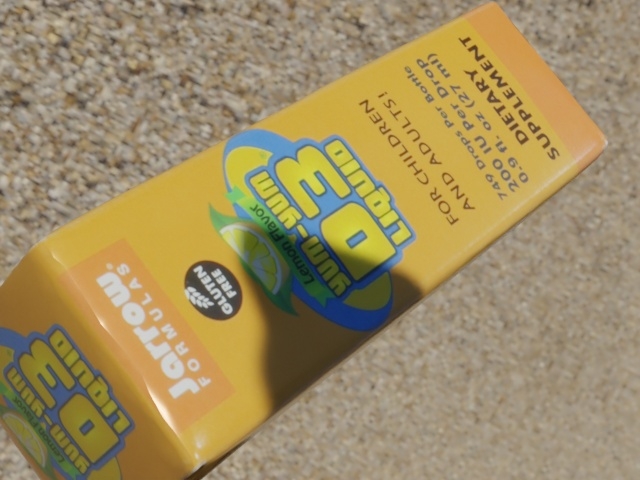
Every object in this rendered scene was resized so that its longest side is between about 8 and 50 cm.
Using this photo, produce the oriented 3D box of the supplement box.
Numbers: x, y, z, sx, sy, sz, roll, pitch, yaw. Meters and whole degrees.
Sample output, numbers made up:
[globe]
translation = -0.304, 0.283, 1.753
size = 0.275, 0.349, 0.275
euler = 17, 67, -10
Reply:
[supplement box]
translation = 0.000, 0.000, 0.404
size = 0.233, 0.078, 0.080
euler = -35, 175, -42
